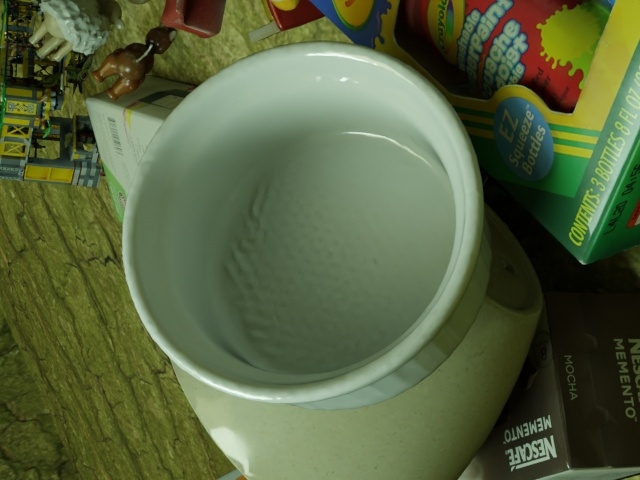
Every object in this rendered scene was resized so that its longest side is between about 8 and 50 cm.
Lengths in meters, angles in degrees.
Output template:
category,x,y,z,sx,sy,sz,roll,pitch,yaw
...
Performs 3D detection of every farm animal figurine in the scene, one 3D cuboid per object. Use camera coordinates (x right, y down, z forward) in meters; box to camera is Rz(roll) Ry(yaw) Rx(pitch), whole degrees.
category,x,y,z,sx,sy,sz,roll,pitch,yaw
farm animal figurine,-0.317,-0.375,1.802,0.330,0.172,0.327,57,-167,16

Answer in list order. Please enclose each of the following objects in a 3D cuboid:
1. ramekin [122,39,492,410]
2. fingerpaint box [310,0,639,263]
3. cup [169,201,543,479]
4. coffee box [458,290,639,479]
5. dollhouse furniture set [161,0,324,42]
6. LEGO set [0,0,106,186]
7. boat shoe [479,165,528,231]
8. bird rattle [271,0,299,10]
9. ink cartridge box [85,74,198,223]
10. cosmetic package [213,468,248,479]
category,x,y,z,sx,sy,sz,roll,pitch,yaw
ramekin,0.000,0.000,1.025,0.277,0.277,0.135,51,-178,25
fingerpaint box,0.185,-0.273,0.950,0.371,0.163,0.445,49,142,32
cup,0.059,0.071,1.203,0.237,0.331,0.331,-42,72,26
coffee box,0.211,0.168,1.326,0.297,0.119,0.168,141,128,-62
dollhouse furniture set,-0.134,-0.394,1.440,0.152,0.201,0.374,-13,100,63
LEGO set,-0.391,-0.238,2.027,0.255,0.192,0.331,112,156,-45
boat shoe,0.135,0.026,1.414,0.113,0.127,0.340,21,138,-1
bird rattle,-0.068,-0.354,1.373,0.143,0.253,0.207,0,155,45
ink cartridge box,-0.186,-0.102,1.862,0.353,0.119,0.207,22,130,54
cosmetic package,-0.161,0.493,1.945,0.230,0.453,0.161,56,152,16
